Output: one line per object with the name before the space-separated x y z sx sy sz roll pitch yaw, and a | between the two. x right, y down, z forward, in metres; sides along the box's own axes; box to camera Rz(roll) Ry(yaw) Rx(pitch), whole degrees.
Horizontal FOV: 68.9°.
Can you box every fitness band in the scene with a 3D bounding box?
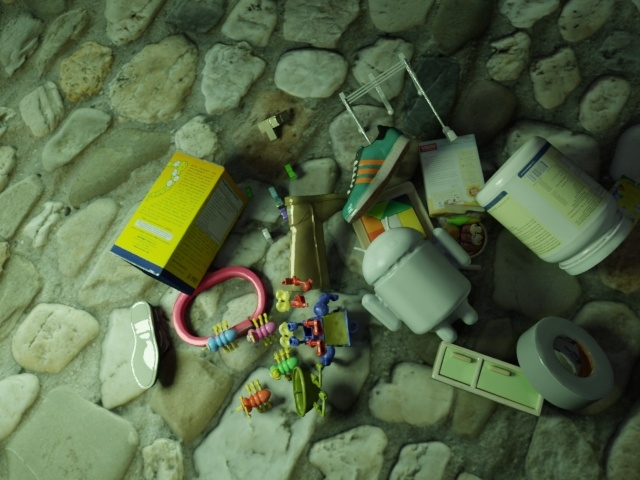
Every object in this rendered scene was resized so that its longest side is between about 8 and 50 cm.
fitness band | -0.300 0.198 1.399 0.290 0.054 0.209 -24 69 0

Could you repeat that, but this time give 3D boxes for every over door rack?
over door rack | 0.233 -0.375 1.440 0.239 0.108 0.324 -31 79 14

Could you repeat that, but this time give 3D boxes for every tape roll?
tape roll | 0.605 0.301 1.159 0.219 0.072 0.219 11 49 -13

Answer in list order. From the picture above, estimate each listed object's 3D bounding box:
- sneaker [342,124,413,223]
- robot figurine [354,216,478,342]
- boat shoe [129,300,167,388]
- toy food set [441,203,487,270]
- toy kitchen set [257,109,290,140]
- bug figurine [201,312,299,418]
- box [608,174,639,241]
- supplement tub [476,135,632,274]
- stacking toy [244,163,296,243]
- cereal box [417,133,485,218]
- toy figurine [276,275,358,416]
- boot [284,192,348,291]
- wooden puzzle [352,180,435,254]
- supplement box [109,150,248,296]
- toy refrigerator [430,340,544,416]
sneaker | 0.138 -0.196 1.356 0.121 0.108 0.302 34 90 16
robot figurine | 0.253 0.106 1.245 0.300 0.200 0.353 -43 83 2
boat shoe | -0.511 0.308 1.380 0.095 0.079 0.255 -20 69 5
toy food set | 0.410 -0.008 1.331 0.132 0.038 0.192 3 88 7
toy kitchen set | -0.149 -0.382 1.564 0.083 0.075 0.068 -13 111 38
bug figurine | -0.184 0.333 1.293 0.216 0.072 0.279 -30 87 -8
box | 0.847 -0.091 1.315 0.105 0.043 0.179 37 84 17
supplement tub | 0.609 -0.090 1.235 0.325 0.235 0.235 44 84 8
stacking toy | -0.128 -0.114 1.468 0.167 0.052 0.221 -26 69 -2
cereal box | 0.398 -0.195 1.411 0.172 0.047 0.240 -7 72 7
toy figurine | 0.031 0.269 1.256 0.217 0.191 0.363 -1 78 -35
boot | 0.000 0.000 1.377 0.236 0.089 0.270 -7 94 -27
wooden puzzle | 0.217 -0.041 1.393 0.220 0.044 0.239 -21 72 1
supplement box | -0.407 -0.050 1.388 0.195 0.194 0.357 21 72 22
toy refrigerator | 0.433 0.357 1.214 0.269 0.094 0.102 18 77 14
